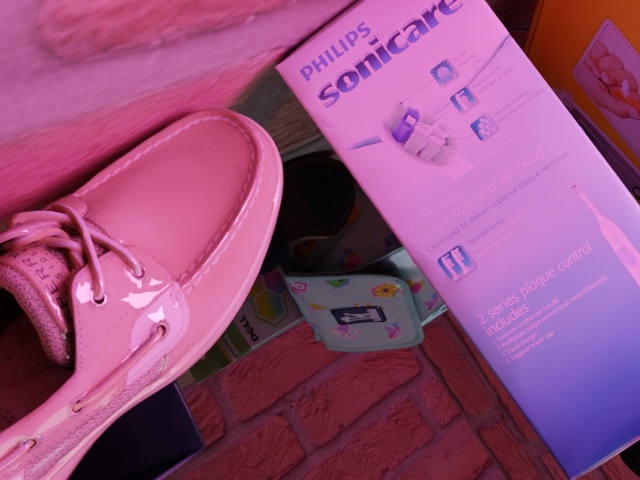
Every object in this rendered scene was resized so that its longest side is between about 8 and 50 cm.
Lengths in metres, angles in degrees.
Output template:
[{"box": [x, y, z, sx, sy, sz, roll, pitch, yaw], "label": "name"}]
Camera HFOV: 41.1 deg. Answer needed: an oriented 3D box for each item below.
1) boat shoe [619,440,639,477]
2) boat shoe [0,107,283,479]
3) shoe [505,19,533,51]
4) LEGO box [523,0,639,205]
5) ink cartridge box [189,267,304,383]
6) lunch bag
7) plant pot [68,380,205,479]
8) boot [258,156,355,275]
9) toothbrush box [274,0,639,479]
[{"box": [0.252, 0.131, 0.502, 0.127, 0.113, 0.340, -34, 173, -7], "label": "boat shoe"}, {"box": [-0.125, 0.035, 0.434, 0.302, 0.109, 0.098, -50, 163, -19], "label": "boat shoe"}, {"box": [0.149, -0.142, 0.823, 0.081, 0.063, 0.178, -34, 178, -28], "label": "shoe"}, {"box": [0.370, -0.015, 0.617, 0.193, 0.500, 0.372, -31, 160, -10], "label": "LEGO box"}, {"box": [-0.094, 0.082, 1.089, 0.209, 0.109, 0.062, -28, 171, -40], "label": "ink cartridge box"}, {"box": [0.084, 0.018, 1.033, 0.262, 0.160, 0.223, -36, 148, -5], "label": "lunch bag"}, {"box": [-0.255, 0.159, 0.687, 0.234, 0.165, 0.166, -28, 176, 23], "label": "plant pot"}, {"box": [-0.055, -0.022, 0.791, 0.106, 0.082, 0.219, -12, -169, 34], "label": "boot"}, {"box": [0.121, -0.019, 0.576, 0.126, 0.295, 0.216, -35, 174, 9], "label": "toothbrush box"}]
